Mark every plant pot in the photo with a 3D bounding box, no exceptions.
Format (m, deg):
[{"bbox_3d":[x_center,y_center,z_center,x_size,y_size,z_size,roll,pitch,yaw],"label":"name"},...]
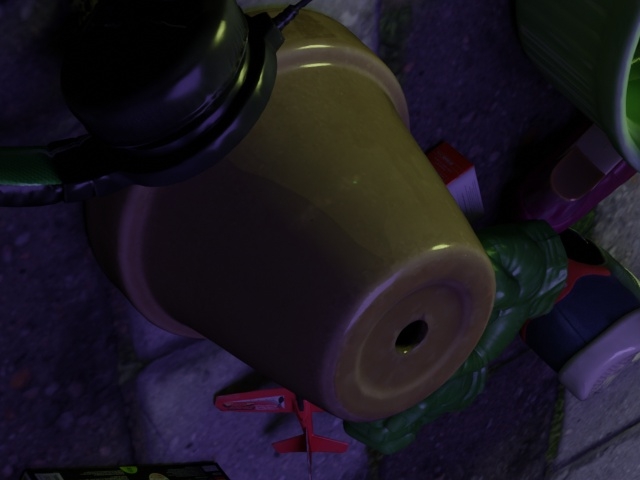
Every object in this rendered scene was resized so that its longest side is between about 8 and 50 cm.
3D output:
[{"bbox_3d":[0.000,0.000,1.060,0.263,0.229,0.263,-25,137,-26],"label":"plant pot"}]

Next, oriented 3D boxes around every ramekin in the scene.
[{"bbox_3d":[0.302,-0.212,1.209,0.303,0.148,0.303,-25,138,-25],"label":"ramekin"}]

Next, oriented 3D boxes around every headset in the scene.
[{"bbox_3d":[-0.104,-0.167,0.922,0.394,0.185,0.243,-15,131,-13],"label":"headset"}]

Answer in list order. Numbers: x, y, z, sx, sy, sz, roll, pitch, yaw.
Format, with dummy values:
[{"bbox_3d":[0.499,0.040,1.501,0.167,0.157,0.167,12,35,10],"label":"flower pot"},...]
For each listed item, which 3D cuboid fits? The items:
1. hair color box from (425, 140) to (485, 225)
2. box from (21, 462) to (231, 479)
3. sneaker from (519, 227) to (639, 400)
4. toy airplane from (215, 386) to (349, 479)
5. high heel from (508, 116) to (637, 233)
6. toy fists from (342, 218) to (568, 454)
[{"bbox_3d":[0.068,-0.013,1.261,0.141,0.043,0.072,-36,142,-13],"label":"hair color box"},{"bbox_3d":[-0.179,0.245,1.275,0.207,0.036,0.114,5,120,-45],"label":"box"},{"bbox_3d":[0.260,0.060,1.458,0.131,0.148,0.350,-41,167,8],"label":"sneaker"},{"bbox_3d":[-0.012,0.152,1.304,0.151,0.028,0.151,2,130,3],"label":"toy airplane"},{"bbox_3d":[0.270,-0.085,1.380,0.244,0.082,0.117,-43,177,-25],"label":"high heel"},{"bbox_3d":[0.104,0.091,1.310,0.142,0.096,0.279,-12,150,-33],"label":"toy fists"}]
